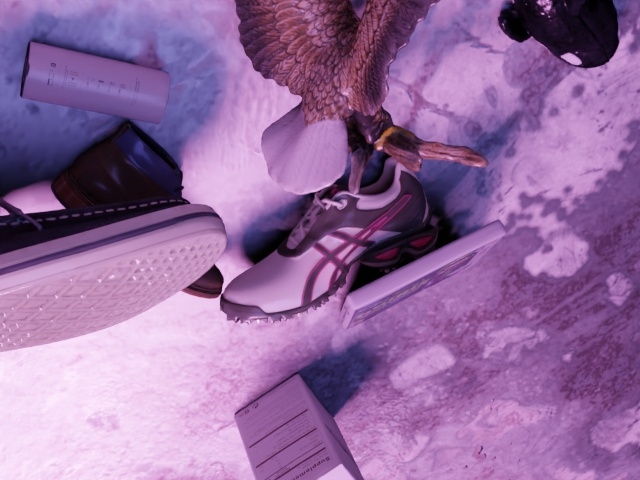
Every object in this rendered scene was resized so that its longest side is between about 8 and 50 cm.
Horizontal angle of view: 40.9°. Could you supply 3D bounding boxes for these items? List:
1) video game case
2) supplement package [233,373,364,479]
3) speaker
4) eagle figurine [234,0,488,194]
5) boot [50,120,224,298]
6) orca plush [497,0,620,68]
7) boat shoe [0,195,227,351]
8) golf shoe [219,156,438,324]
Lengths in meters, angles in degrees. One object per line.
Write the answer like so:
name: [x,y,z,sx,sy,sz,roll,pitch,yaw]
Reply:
video game case: [0.112,0.045,1.002,0.190,0.173,0.022,-26,78,-8]
supplement package: [-0.021,0.271,1.054,0.105,0.179,0.105,-33,123,0]
speaker: [-0.218,-0.152,0.837,0.136,0.055,0.055,8,113,-23]
eagle figurine: [0.034,-0.210,0.825,0.226,0.225,0.298,-11,131,-2]
boot: [-0.162,-0.027,0.907,0.219,0.082,0.106,38,102,-29]
orca plush: [0.263,-0.294,0.902,0.151,0.102,0.287,-24,122,-6]
boat shoe: [-0.336,0.023,0.778,0.500,0.156,0.187,-13,159,-9]
golf shoe: [0.000,0.000,0.972,0.273,0.105,0.120,-26,116,-18]
